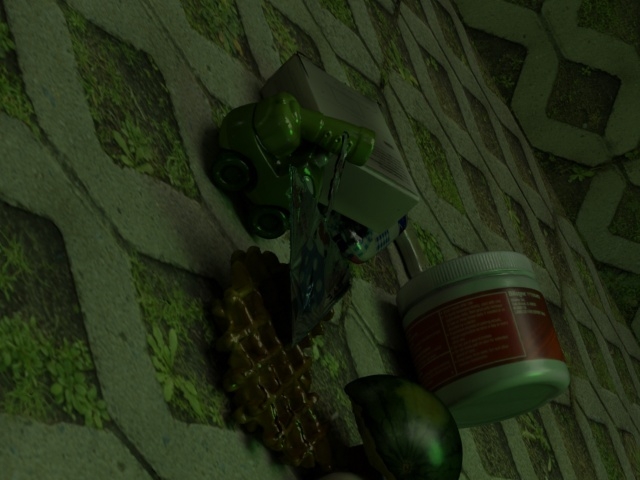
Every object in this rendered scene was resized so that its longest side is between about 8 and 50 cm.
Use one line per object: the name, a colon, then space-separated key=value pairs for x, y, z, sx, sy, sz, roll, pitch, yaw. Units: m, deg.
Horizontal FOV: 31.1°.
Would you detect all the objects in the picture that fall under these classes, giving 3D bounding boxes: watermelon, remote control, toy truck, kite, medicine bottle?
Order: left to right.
toy truck: x=-0.050 y=-0.127 z=1.628 sx=0.187 sy=0.210 sz=0.148 roll=37 pitch=31 yaw=-19
kite: x=0.000 y=0.000 z=1.518 sx=0.335 sy=0.011 sz=0.314 roll=63 pitch=38 yaw=-60
watermelon: x=0.119 y=0.262 z=1.540 sx=0.204 sy=0.127 sz=0.232 roll=59 pitch=-3 yaw=8
remote control: x=0.174 y=0.019 z=2.211 sx=0.122 sy=0.032 sz=0.074 roll=68 pitch=21 yaw=4
medicine bottle: x=0.278 y=0.176 z=1.988 sx=0.252 sy=0.252 sz=0.241 roll=27 pitch=44 yaw=-58

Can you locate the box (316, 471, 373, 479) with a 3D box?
box: x=0.051 y=0.372 z=1.466 sx=0.200 sy=0.088 sz=0.146 roll=40 pitch=33 yaw=-52

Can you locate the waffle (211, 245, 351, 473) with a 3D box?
waffle: x=-0.056 y=0.154 z=1.484 sx=0.260 sy=0.069 sz=0.293 roll=37 pitch=38 yaw=-48

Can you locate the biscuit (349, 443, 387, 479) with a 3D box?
biscuit: x=0.127 y=0.335 z=1.753 sx=0.205 sy=0.049 sz=0.324 roll=64 pitch=19 yaw=-3

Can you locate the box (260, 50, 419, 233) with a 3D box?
box: x=0.031 y=-0.158 z=1.856 sx=0.203 sy=0.106 sz=0.252 roll=27 pitch=31 yaw=-41

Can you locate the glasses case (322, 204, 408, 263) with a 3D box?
glasses case: x=0.083 y=-0.045 z=2.000 sx=0.125 sy=0.076 sz=0.327 roll=63 pitch=22 yaw=-3
